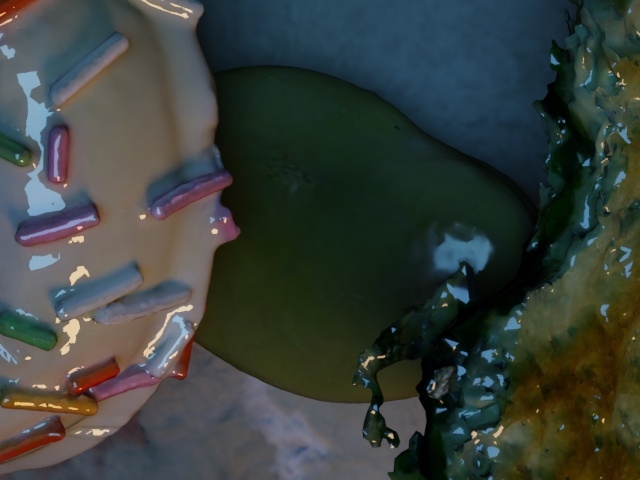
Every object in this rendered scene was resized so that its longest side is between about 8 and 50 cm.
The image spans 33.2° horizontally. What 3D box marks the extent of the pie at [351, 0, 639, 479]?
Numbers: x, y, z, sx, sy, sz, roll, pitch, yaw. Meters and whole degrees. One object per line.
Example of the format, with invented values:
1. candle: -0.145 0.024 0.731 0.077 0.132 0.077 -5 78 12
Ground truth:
1. pie: 0.180 0.007 0.535 0.296 0.078 0.371 26 83 -28

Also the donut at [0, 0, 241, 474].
1. donut: -0.230 -0.037 0.582 0.383 0.142 0.382 5 102 24

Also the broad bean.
1. broad bean: 0.000 0.000 0.623 0.263 0.121 0.189 20 109 19
